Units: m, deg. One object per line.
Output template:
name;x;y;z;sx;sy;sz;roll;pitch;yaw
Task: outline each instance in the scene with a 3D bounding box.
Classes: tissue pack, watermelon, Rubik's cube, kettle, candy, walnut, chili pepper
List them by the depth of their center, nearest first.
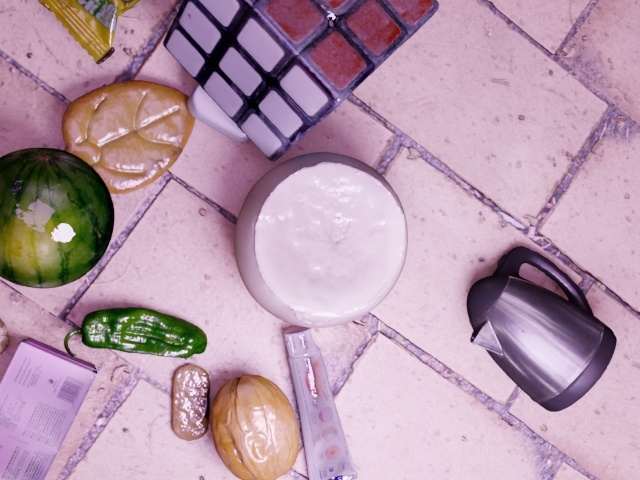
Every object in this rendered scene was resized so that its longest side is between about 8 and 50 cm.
watermelon;-0.474;-0.038;1.379;0.242;0.242;0.242;0;90;-11
Rubik's cube;-0.041;-0.372;1.396;0.304;0.301;0.305;48;64;-6
tissue pack;-0.517;0.311;1.443;0.148;0.092;0.246;27;85;-11
candy;-0.366;-0.483;1.479;0.187;0.081;0.297;45;71;-8
chili pepper;-0.333;0.173;1.488;0.257;0.074;0.100;9;88;-12
walnut;-0.121;0.349;1.494;0.159;0.159;0.207;-21;94;-10
kettle;0.414;0.156;1.576;0.271;0.207;0.251;37;90;-1

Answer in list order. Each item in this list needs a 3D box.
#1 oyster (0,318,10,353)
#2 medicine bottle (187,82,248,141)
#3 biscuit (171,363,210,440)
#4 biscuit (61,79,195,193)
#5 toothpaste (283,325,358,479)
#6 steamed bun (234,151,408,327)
oyster;-0.659;0.072;1.428;0.166;0.094;0.294;-10;82;-29
medicine bottle;-0.150;-0.250;1.519;0.183;0.069;0.119;29;70;-13
biscuit;-0.245;0.307;1.535;0.071;0.018;0.147;1;91;-9
biscuit;-0.350;-0.201;1.497;0.260;0.041;0.203;-28;95;-15
toothpaste;-0.006;0.324;1.562;0.100;0.066;0.323;-15;98;-15
steamed bun;0.000;0.000;1.485;0.324;0.206;0.324;0;88;-10
